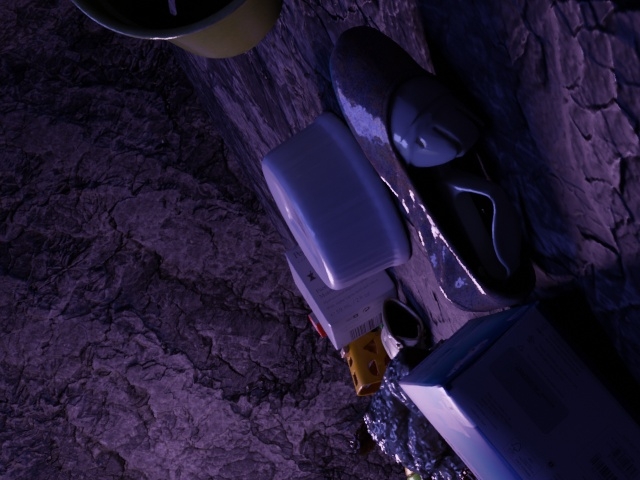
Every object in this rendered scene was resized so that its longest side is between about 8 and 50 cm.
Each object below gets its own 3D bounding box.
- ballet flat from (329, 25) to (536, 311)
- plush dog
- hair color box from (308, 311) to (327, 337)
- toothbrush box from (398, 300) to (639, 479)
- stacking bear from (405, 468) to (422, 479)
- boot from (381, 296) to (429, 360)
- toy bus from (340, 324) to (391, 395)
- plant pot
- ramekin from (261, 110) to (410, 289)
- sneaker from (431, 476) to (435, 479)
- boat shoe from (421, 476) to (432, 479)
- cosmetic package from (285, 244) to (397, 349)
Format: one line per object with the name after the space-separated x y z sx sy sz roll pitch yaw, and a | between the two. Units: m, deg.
0.121 -0.067 0.806 0.106 0.107 0.316 4 131 58 | ballet flat
0.177 0.274 1.155 0.225 0.211 0.262 40 -169 21 | plush dog
0.047 0.175 2.091 0.043 0.141 0.072 63 173 -23 | hair color box
0.211 0.193 0.887 0.216 0.126 0.295 50 171 6 | toothbrush box
0.251 0.484 1.859 0.164 0.175 0.289 73 173 -71 | stacking bear
0.179 0.217 1.589 0.213 0.077 0.165 58 170 26 | boot
0.100 0.247 1.922 0.202 0.104 0.191 -137 39 -68 | toy bus
-0.154 -0.347 1.051 0.276 0.276 0.254 60 -175 7 | plant pot
0.018 -0.055 1.376 0.277 0.135 0.277 59 173 11 | ramekin
0.262 0.441 1.441 0.153 0.101 0.269 85 162 -77 | sneaker
0.223 0.420 1.580 0.104 0.089 0.285 -23 97 55 | boat shoe
0.044 0.086 1.695 0.184 0.151 0.151 56 172 25 | cosmetic package
